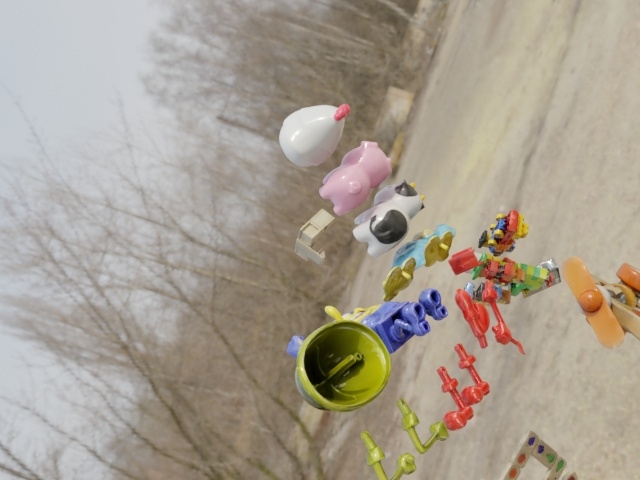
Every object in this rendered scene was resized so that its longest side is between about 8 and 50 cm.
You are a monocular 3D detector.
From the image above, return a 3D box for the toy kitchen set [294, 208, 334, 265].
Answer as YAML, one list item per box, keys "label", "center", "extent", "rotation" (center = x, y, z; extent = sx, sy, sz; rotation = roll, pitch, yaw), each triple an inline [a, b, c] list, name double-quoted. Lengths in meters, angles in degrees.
- label: "toy kitchen set"
  center: [0.000, 0.000, 1.700]
  extent: [0.075, 0.068, 0.083]
  rotation: [-44, -17, -32]

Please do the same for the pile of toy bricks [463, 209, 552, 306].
- label: "pile of toy bricks"
  center: [0.273, 0.047, 1.192]
  extent: [0.212, 0.105, 0.118]
  rotation: [99, -177, -66]

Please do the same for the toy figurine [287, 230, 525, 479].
- label: "toy figurine"
  center: [0.054, 0.154, 1.009]
  extent: [0.217, 0.191, 0.362]
  rotation: [-28, 4, 42]

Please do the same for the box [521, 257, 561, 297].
- label: "box"
  center: [0.352, 0.062, 1.359]
  extent: [0.018, 0.067, 0.083]
  rotation: [69, -171, 25]

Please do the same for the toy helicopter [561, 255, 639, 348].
- label: "toy helicopter"
  center: [0.574, 0.147, 1.542]
  extent: [0.140, 0.235, 0.355]
  rotation: [-59, 29, 14]

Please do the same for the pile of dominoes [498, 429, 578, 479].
- label: "pile of dominoes"
  center: [0.329, 0.449, 1.314]
  extent: [0.040, 0.196, 0.251]
  rotation: [14, 68, 57]

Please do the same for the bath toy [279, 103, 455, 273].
- label: "bath toy"
  center: [0.081, -0.100, 1.440]
  extent: [0.129, 0.348, 0.151]
  rotation: [-35, 18, 23]
